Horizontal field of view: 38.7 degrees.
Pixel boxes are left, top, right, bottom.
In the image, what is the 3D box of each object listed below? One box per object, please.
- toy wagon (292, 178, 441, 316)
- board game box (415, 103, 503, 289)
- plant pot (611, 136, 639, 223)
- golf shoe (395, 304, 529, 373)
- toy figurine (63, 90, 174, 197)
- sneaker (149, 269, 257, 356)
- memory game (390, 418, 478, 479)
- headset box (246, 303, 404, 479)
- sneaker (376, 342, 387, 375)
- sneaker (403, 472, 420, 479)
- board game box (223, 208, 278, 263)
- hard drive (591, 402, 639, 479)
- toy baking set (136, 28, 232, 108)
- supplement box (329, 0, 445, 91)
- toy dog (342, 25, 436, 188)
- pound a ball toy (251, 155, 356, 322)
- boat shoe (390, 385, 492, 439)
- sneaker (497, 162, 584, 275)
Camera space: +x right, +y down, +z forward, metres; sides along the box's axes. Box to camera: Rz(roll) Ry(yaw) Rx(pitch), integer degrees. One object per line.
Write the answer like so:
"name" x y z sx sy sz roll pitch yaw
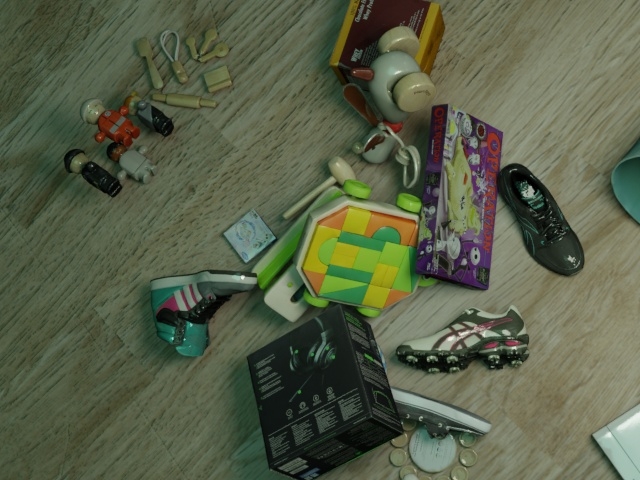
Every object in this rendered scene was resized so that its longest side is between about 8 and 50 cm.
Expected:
"toy wagon" 0.123 0.030 1.855 0.344 0.068 0.267 13 111 -19
"board game box" 0.288 -0.084 1.870 0.056 0.208 0.346 -1 79 39
"plant pot" 0.746 -0.147 1.735 0.293 0.293 0.235 33 73 17
"golf shoe" 0.289 0.205 1.878 0.273 0.105 0.120 -5 63 7
"toy figurine" -0.458 -0.224 2.065 0.148 0.209 0.213 33 120 15
"sneaker" -0.256 0.160 1.969 0.295 0.124 0.178 -10 78 38
"memory game" 0.233 0.429 1.882 0.186 0.012 0.186 -2 79 13
"headset box" 0.001 0.300 1.837 0.246 0.131 0.283 -32 51 19
"sneaker" 0.090 0.315 1.901 0.085 0.086 0.237 -1 78 15
"sneaker" 0.249 0.547 1.829 0.094 0.080 0.212 -34 84 -2
"board game box" -0.158 -0.009 2.056 0.090 0.020 0.090 -39 74 3
"hard drive" 0.739 0.376 1.751 0.353 0.047 0.233 -35 74 5
"toy baking set" -0.324 -0.409 2.171 0.256 0.030 0.196 4 78 14
"supplement box" 0.149 -0.428 2.004 0.194 0.129 0.191 17 84 16
"toy dog" 0.113 -0.270 1.862 0.161 0.333 0.220 -6 38 -18
"pound a ball toy" 0.000 0.000 1.970 0.319 0.136 0.208 -47 32 8
"boat shoe" 0.230 0.364 1.849 0.228 0.080 0.076 16 89 17
"sneaker" 0.447 -0.042 1.866 0.101 0.106 0.267 -35 81 4
